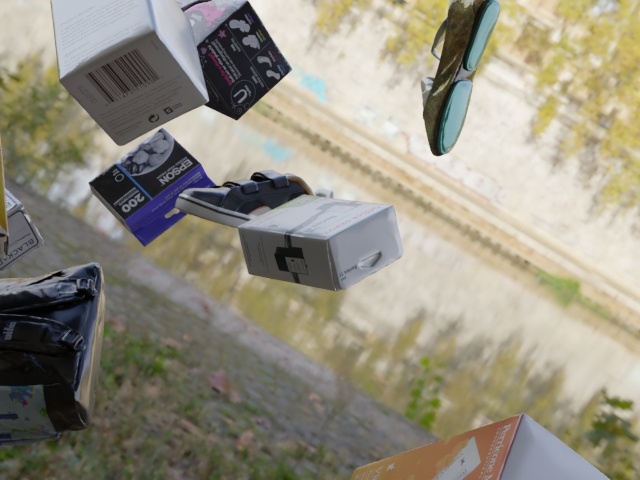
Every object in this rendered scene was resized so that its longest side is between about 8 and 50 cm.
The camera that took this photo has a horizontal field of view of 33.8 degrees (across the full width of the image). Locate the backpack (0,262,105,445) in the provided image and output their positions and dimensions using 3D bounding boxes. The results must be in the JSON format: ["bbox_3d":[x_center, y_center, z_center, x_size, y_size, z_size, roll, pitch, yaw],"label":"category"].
[{"bbox_3d":[-0.522,0.190,1.635,0.355,0.273,0.290,2,44,-6],"label":"backpack"}]

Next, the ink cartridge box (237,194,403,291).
[{"bbox_3d":[0.000,0.000,1.609,0.153,0.087,0.208,-28,24,-38],"label":"ink cartridge box"}]

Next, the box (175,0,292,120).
[{"bbox_3d":[-0.198,-0.334,1.837,0.247,0.142,0.163,28,-20,50],"label":"box"}]

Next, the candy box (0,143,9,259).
[{"bbox_3d":[-0.499,-0.054,1.261,0.233,0.159,0.071,-4,-24,-20],"label":"candy box"}]

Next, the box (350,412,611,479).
[{"bbox_3d":[0.152,0.366,1.218,0.168,0.215,0.345,38,-37,-13],"label":"box"}]

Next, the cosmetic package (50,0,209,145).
[{"bbox_3d":[-0.265,-0.264,1.459,0.151,0.151,0.184,53,17,-49],"label":"cosmetic package"}]

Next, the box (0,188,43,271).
[{"bbox_3d":[-0.573,-0.046,1.615,0.290,0.169,0.087,38,-26,37],"label":"box"}]

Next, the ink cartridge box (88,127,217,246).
[{"bbox_3d":[-0.352,-0.116,2.221,0.208,0.206,0.045,42,-17,30],"label":"ink cartridge box"}]

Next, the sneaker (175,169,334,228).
[{"bbox_3d":[-0.113,-0.073,1.924,0.321,0.127,0.126,14,3,-37],"label":"sneaker"}]

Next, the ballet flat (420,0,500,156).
[{"bbox_3d":[0.269,-0.351,2.189,0.123,0.349,0.123,16,13,-4],"label":"ballet flat"}]
